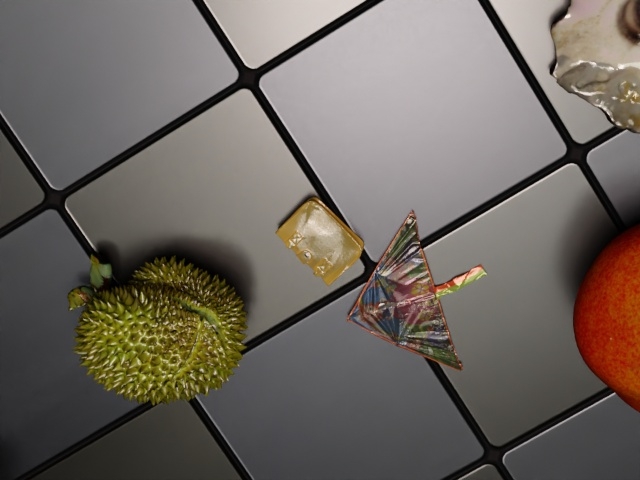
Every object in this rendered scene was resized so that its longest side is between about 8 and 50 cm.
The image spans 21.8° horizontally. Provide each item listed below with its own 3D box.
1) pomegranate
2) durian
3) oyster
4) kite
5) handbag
[{"bbox_3d":[0.380,0.087,1.672,0.221,0.257,0.220,-24,130,-32],"label":"pomegranate"},{"bbox_3d":[-0.173,0.104,1.748,0.198,0.159,0.146,-3,117,8],"label":"durian"},{"bbox_3d":[0.348,-0.202,1.660,0.223,0.083,0.214,29,121,9],"label":"oyster"},{"bbox_3d":[0.104,0.061,1.798,0.159,0.010,0.190,-16,106,5],"label":"kite"},{"bbox_3d":[0.000,0.000,1.777,0.083,0.027,0.061,43,105,-6],"label":"handbag"}]
